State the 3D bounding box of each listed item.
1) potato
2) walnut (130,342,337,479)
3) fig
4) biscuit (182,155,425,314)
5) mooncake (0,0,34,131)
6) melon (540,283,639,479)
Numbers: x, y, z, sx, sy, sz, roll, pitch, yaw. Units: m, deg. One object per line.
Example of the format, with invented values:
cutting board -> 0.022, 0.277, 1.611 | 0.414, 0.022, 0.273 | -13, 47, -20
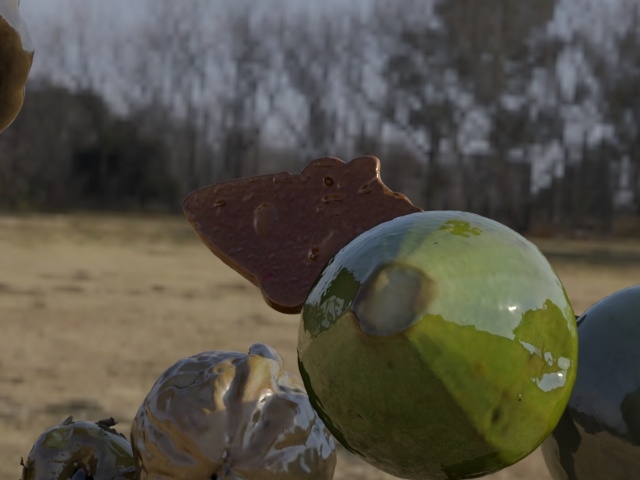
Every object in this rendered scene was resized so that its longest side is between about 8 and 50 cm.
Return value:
potato -> -0.188, 0.313, 1.867 | 0.140, 0.300, 0.173 | -35, 7, -41
walnut -> -0.080, 0.192, 1.763 | 0.198, 0.198, 0.245 | 4, 10, 5
fig -> 0.086, 0.081, 1.370 | 0.207, 0.207, 0.230 | 4, 8, 0
biscuit -> 0.000, 0.000, 1.777 | 0.280, 0.183, 0.043 | 10, -23, 20
mooncake -> -0.465, -0.225, 1.973 | 0.324, 0.324, 0.187 | 3, 43, -16
melon -> 0.326, 0.169, 1.657 | 0.272, 0.308, 0.272 | -10, -31, -6
